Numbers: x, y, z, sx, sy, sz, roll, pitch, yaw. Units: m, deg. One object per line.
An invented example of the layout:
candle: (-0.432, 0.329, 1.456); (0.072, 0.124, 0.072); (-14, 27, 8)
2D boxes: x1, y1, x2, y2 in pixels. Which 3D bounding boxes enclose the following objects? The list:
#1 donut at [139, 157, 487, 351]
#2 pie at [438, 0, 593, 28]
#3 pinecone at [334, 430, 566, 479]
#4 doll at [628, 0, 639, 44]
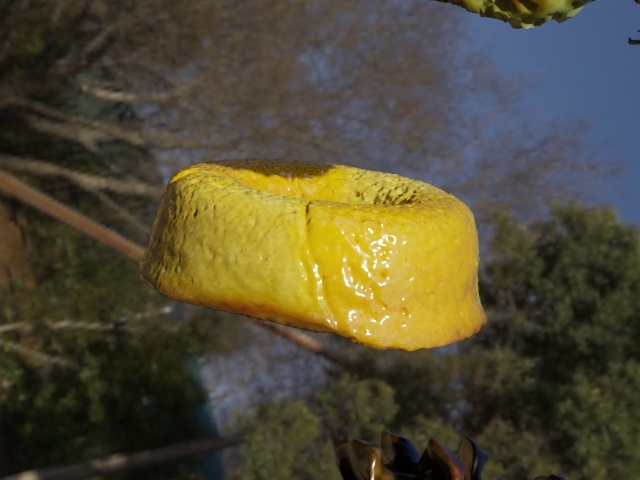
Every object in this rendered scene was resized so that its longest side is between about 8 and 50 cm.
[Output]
donut: (0.000, 0.000, 1.134); (0.303, 0.303, 0.110); (-144, -119, -65)
pie: (0.117, -0.367, 1.125); (0.418, 0.180, 0.395); (19, -51, 23)
pinecone: (0.056, 0.340, 1.013); (0.398, 0.397, 0.398); (168, -90, -73)
doll: (0.197, -0.191, 0.739); (0.105, 0.115, 0.221); (40, 0, 37)
